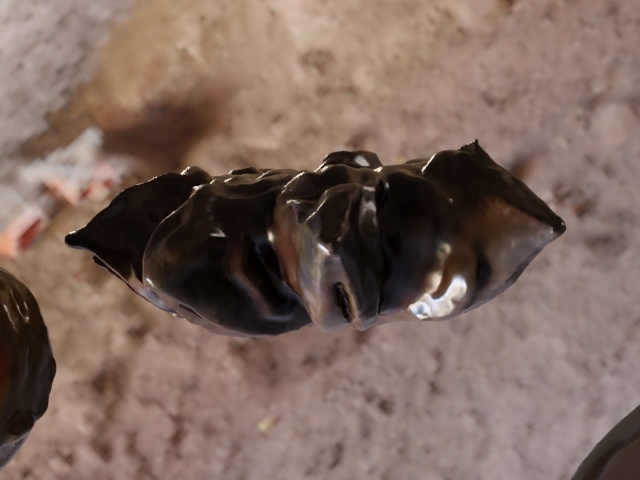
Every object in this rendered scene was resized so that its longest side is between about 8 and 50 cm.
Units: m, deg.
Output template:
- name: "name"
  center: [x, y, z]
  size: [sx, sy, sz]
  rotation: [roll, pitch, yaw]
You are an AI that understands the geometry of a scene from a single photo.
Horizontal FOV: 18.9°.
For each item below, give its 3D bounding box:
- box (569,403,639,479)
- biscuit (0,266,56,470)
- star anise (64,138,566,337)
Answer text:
- name: "box"
  center: [0.263, 0.154, 0.750]
  size: [0.301, 0.216, 0.301]
  rotation: [-27, 17, 9]
- name: "biscuit"
  center: [-0.372, 0.054, 1.159]
  size: [0.368, 0.394, 0.076]
  rotation: [-47, -19, 21]
- name: "star anise"
  center: [0.019, -0.002, 1.129]
  size: [0.315, 0.108, 0.315]
  rotation: [-7, 0, 0]
